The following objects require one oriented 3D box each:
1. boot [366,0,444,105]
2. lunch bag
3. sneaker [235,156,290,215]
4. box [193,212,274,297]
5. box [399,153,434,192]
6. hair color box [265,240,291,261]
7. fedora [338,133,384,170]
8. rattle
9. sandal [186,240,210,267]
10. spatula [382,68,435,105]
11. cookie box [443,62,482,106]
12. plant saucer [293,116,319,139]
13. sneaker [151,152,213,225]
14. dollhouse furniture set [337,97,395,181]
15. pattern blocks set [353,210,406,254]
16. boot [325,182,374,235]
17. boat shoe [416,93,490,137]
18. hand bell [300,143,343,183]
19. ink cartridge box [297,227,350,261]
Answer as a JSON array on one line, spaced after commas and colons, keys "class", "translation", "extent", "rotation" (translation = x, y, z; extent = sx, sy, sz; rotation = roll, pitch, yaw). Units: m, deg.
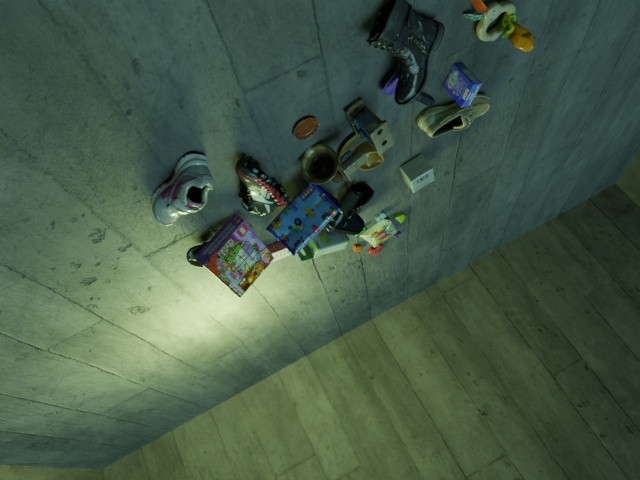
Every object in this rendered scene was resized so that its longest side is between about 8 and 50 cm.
[{"class": "boot", "translation": [0.203, -0.504, 1.316], "extent": [0.229, 0.091, 0.263], "rotation": [-1, 119, -44]}, {"class": "lunch bag", "translation": [-0.043, -0.082, 1.744], "extent": [0.221, 0.138, 0.293], "rotation": [-45, 179, 8]}, {"class": "sneaker", "translation": [-0.199, -0.152, 1.516], "extent": [0.135, 0.098, 0.276], "rotation": [-35, 155, 5]}, {"class": "box", "translation": [-0.291, 0.061, 1.732], "extent": [0.201, 0.057, 0.293], "rotation": [-50, 150, -12]}, {"class": "box", "translation": [0.377, -0.260, 1.930], "extent": [0.101, 0.087, 0.102], "rotation": [-32, 154, 3]}, {"class": "hair color box", "translation": [-0.186, 0.048, 1.937], "extent": [0.141, 0.043, 0.072], "rotation": [-21, 152, -17]}, {"class": "fedora", "translation": [0.156, -0.290, 1.663], "extent": [0.194, 0.079, 0.194], "rotation": [-24, 153, -13]}, {"class": "rattle", "translation": [0.509, -0.608, 1.417], "extent": [0.130, 0.143, 0.199], "rotation": [-25, 166, 32]}, {"class": "sandal", "translation": [-0.376, 0.031, 1.702], "extent": [0.219, 0.060, 0.090], "rotation": [-22, 136, -51]}, {"class": "spatula", "translation": [0.285, -0.462, 1.549], "extent": [0.296, 0.030, 0.084], "rotation": [5, 134, -50]}, {"class": "cookie box", "translation": [0.450, -0.494, 1.578], "extent": [0.040, 0.107, 0.092], "rotation": [-17, 151, -25]}, {"class": "plant saucer", "translation": [-0.043, -0.331, 1.461], "extent": [0.083, 0.013, 0.083], "rotation": [-24, 154, -13]}, {"class": "sneaker", "translation": [-0.382, -0.118, 1.373], "extent": [0.103, 0.111, 0.252], "rotation": [2, 139, -47]}, {"class": "dollhouse furniture set", "translation": [0.106, -0.304, 1.501], "extent": [0.183, 0.129, 0.129], "rotation": [-41, 152, 1]}, {"class": "pattern blocks set", "translation": [0.274, -0.031, 2.289], "extent": [0.285, 0.026, 0.325], "rotation": [-41, 151, 20]}, {"class": "boot", "translation": [0.143, -0.122, 1.921], "extent": [0.246, 0.094, 0.207], "rotation": [-1, 138, -53]}, {"class": "boat shoe", "translation": [0.482, -0.428, 1.734], "extent": [0.302, 0.098, 0.109], "rotation": [-19, 151, -21]}, {"class": "hand bell", "translation": [0.036, -0.227, 1.652], "extent": [0.126, 0.126, 0.242], "rotation": [-37, 164, 13]}, {"class": "ink cartridge box", "translation": [0.000, 0.000, 1.971], "extent": [0.209, 0.109, 0.062], "rotation": [-16, 150, -26]}]
